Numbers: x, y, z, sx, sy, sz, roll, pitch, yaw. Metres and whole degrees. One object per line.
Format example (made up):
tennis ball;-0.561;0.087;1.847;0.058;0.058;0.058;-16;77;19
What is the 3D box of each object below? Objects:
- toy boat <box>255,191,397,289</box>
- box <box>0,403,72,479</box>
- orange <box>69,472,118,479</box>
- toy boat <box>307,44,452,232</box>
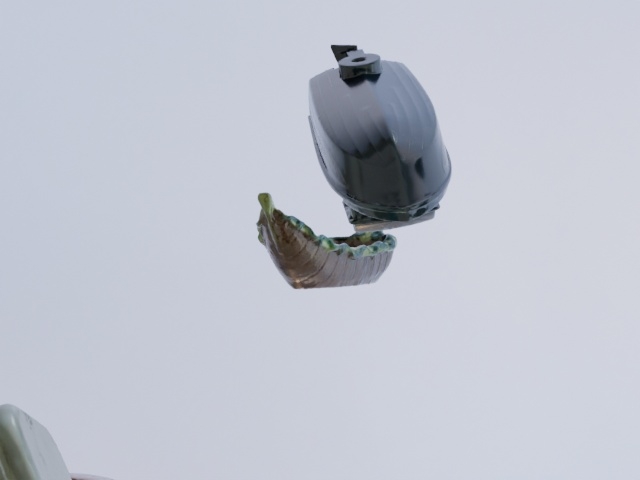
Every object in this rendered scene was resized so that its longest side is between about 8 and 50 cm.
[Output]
toy boat;-0.002;0.011;1.763;0.109;0.293;0.099;0;-96;27
box;-0.284;0.336;0.982;0.177;0.344;0.351;100;-33;-75
orange;-0.243;0.324;1.307;0.284;0.284;0.226;-9;-79;35
toy boat;0.055;-0.081;1.366;0.114;0.296;0.122;-11;-64;-2
